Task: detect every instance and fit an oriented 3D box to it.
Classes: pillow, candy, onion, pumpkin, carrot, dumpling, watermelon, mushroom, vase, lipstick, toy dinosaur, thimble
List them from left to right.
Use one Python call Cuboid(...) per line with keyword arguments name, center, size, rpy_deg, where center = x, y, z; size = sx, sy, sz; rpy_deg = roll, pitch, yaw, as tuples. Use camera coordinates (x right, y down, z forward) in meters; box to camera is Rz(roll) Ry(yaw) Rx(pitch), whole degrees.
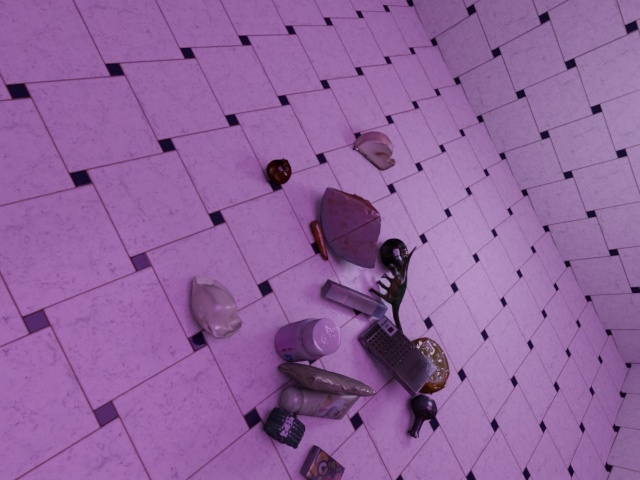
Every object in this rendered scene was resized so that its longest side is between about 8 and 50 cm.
Cuboid(name="dumpling", center=(-0.359, 0.231, 1.425), size=(0.179, 0.131, 0.252), rpy_deg=(1, 49, -56))
Cuboid(name="onion", center=(-0.176, -0.296, 1.749), size=(0.117, 0.118, 0.119), rpy_deg=(-10, 79, -42))
Cuboid(name="thimble", center=(-0.128, 0.656, 1.419), size=(0.135, 0.118, 0.090), rpy_deg=(47, 56, -25))
Cuboid(name="carrot", center=(0.000, 0.000, 1.809), size=(0.047, 0.047, 0.191), rpy_deg=(-14, 82, -39))
Cuboid(name="pillow", center=(0.018, 0.517, 1.482), size=(0.280, 0.274, 0.076), rpy_deg=(23, 74, -28))
Cuboid(name="lipstick", center=(0.153, 0.262, 1.791), size=(0.317, 0.066, 0.068), rpy_deg=(25, 101, -26))
Cuboid(name="watermelon", center=(0.160, -0.065, 1.868), size=(0.222, 0.319, 0.292), rpy_deg=(-20, 126, -67))
Cuboid(name="mushroom", center=(0.326, -0.517, 2.169), size=(0.236, 0.162, 0.173), rpy_deg=(32, 58, -25))
Cuboid(name="pumpkin", center=(0.369, 0.067, 2.003), size=(0.167, 0.125, 0.167), rpy_deg=(18, 53, -26))
Cuboid(name="toy dinosaur", center=(0.392, 0.269, 1.886), size=(0.301, 0.447, 0.087), rpy_deg=(40, 11, 17))
Cuboid(name="vase", center=(0.446, 0.786, 1.801), size=(0.120, 0.120, 0.183), rpy_deg=(35, 69, -21))
Cuboid(name="candy", center=(0.496, 0.586, 1.905), size=(0.259, 0.118, 0.260), rpy_deg=(16, 61, -32))

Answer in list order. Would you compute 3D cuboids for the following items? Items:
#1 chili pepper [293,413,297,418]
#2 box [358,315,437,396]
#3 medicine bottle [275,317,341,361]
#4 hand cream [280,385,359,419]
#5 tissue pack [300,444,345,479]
Cuboid(name="chili pepper", center=(-0.100, 0.656, 1.504), size=(0.030, 0.017, 0.083), rpy_deg=(-5, 74, -28))
Cuboid(name="box", center=(0.340, 0.499, 1.779), size=(0.180, 0.047, 0.325), rpy_deg=(-31, 66, -36))
Cuboid(name="medicine bottle", center=(-0.047, 0.368, 1.498), size=(0.152, 0.254, 0.152), rpy_deg=(13, 67, -33))
Cuboid(name="hand cream", center=(-0.005, 0.614, 1.525), size=(0.305, 0.147, 0.093), rpy_deg=(20, 23, -30))
Cuboid(name="tissue pack", center=(0.009, 0.844, 1.484), size=(0.148, 0.060, 0.109), rpy_deg=(46, 53, -15))
